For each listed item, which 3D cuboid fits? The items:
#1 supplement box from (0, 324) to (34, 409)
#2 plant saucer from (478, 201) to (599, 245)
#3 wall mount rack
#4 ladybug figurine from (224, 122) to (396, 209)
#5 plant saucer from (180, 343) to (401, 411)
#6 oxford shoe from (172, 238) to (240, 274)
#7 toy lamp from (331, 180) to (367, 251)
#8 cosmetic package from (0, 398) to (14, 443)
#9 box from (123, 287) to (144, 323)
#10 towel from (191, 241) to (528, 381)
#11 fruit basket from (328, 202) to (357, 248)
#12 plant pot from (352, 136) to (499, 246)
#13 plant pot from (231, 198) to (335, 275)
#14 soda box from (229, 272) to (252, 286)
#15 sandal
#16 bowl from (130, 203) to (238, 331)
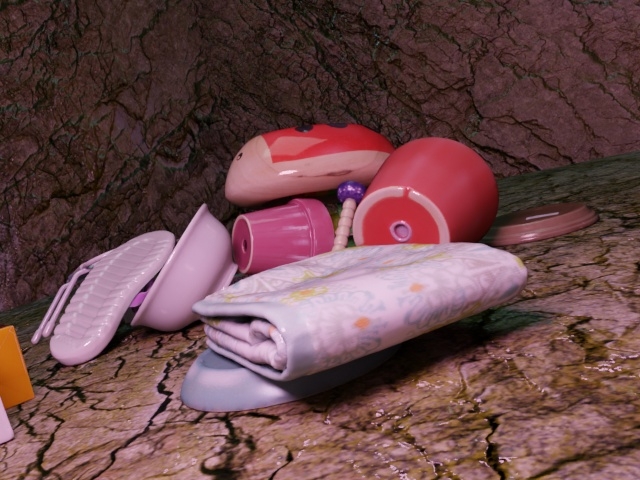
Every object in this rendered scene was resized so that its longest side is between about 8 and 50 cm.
[{"bbox_3d":[-0.620,0.231,1.077,0.191,0.129,0.194,-19,8,-39],"label":"supplement box"},{"bbox_3d":[0.484,-0.040,1.457,0.277,0.041,0.278,-13,6,1],"label":"plant saucer"},{"bbox_3d":[-0.597,0.133,1.635,0.304,0.131,0.350,-26,1,-33],"label":"wall mount rack"},{"bbox_3d":[-0.009,-0.178,1.523,0.448,0.162,0.305,-7,-6,-16],"label":"ladybug figurine"},{"bbox_3d":[-0.045,0.152,0.896,0.317,0.044,0.317,-15,6,1],"label":"plant saucer"},{"bbox_3d":[-0.239,0.048,1.660,0.129,0.133,0.363,-26,-14,27],"label":"oxford shoe"},{"bbox_3d":[0.046,-0.002,1.319,0.080,0.080,0.275,-11,46,31],"label":"toy lamp"},{"bbox_3d":[-0.538,0.220,0.885,0.151,0.152,0.183,-18,8,-35],"label":"cosmetic package"},{"bbox_3d":[-0.437,0.148,1.744,0.063,0.067,0.324,-13,5,12],"label":"box"},{"bbox_3d":[0.024,0.072,0.842,0.320,0.090,0.374,-18,7,-25],"label":"towel"},{"bbox_3d":[0.000,0.000,1.708,0.352,0.166,0.327,-19,6,2],"label":"fruit basket"},{"bbox_3d":[0.198,-0.053,1.290,0.274,0.275,0.243,-11,16,31],"label":"plant pot"},{"bbox_3d":[-0.091,0.006,1.417,0.180,0.202,0.201,-1,-1,-27],"label":"plant pot"},{"bbox_3d":[-0.184,0.108,1.514,0.183,0.063,0.058,-16,4,-12],"label":"soda box"},{"bbox_3d":[-0.449,0.127,1.416,0.169,0.102,0.416,1,37,22],"label":"sandal"},{"bbox_3d":[-0.267,0.081,1.358,0.298,0.134,0.298,-56,10,15],"label":"bowl"}]
